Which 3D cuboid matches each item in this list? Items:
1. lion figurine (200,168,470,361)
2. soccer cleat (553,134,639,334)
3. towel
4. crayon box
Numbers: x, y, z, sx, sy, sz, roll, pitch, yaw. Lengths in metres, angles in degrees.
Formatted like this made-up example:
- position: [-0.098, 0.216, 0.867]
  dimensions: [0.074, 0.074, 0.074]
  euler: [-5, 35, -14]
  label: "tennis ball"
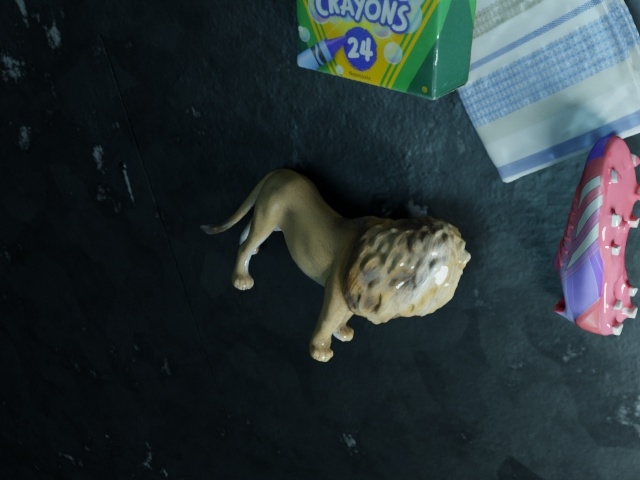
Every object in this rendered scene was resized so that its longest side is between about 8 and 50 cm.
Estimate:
- position: [0.000, 0.000, 0.948]
  dimensions: [0.392, 0.142, 0.240]
  euler: [35, 118, 20]
  label: "lion figurine"
- position: [0.306, -0.001, 0.774]
  dimensions: [0.095, 0.083, 0.247]
  euler: [17, 130, 44]
  label: "soccer cleat"
- position: [0.237, -0.221, 0.759]
  dimensions: [0.209, 0.034, 0.284]
  euler: [-23, 95, 40]
  label: "towel"
- position: [0.070, -0.337, 0.744]
  dimensions: [0.203, 0.083, 0.322]
  euler: [23, 128, 33]
  label: "crayon box"
